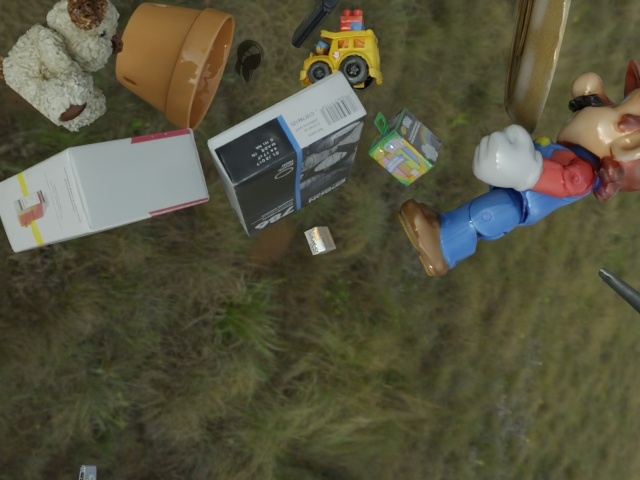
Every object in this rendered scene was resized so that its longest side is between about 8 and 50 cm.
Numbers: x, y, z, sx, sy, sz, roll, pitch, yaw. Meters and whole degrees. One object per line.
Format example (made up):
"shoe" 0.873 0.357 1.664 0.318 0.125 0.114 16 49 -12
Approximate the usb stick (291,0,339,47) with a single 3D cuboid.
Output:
"usb stick" -0.016 -0.605 1.977 0.045 0.278 0.077 33 74 -13

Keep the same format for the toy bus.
"toy bus" 0.056 -0.520 1.983 0.149 0.220 0.212 -20 109 -77

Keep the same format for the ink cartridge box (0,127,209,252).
"ink cartridge box" -0.462 -0.100 1.502 0.279 0.384 0.161 -21 98 -43

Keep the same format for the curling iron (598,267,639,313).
"curling iron" 0.533 0.141 1.122 0.035 0.274 0.068 -21 144 -27

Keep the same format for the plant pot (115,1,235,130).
"plant pot" -0.348 -0.427 1.706 0.291 0.203 0.291 -159 -90 -88

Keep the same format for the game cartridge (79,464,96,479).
"game cartridge" -0.540 0.562 1.671 0.056 0.017 0.083 58 33 -72

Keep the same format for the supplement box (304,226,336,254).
"supplement box" 0.000 0.000 1.786 0.062 0.036 0.098 68 16 6

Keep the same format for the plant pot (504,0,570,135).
"plant pot" 0.224 -0.228 0.747 0.236 0.032 0.237 10 90 -81

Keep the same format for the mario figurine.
"mario figurine" 0.228 -0.093 0.745 0.170 0.320 0.198 58 11 -29

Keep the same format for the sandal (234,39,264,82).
"sandal" -0.206 -0.547 2.183 0.060 0.090 0.219 -43 178 -19

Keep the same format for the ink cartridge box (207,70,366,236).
"ink cartridge box" -0.039 -0.087 0.904 0.065 0.165 0.333 59 -6 7

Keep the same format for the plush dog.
"plush dog" -0.442 -0.335 1.260 0.225 0.210 0.262 -51 -170 -3

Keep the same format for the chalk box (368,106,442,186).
"chalk box" 0.236 -0.293 2.164 0.213 0.132 0.132 39 45 -14
